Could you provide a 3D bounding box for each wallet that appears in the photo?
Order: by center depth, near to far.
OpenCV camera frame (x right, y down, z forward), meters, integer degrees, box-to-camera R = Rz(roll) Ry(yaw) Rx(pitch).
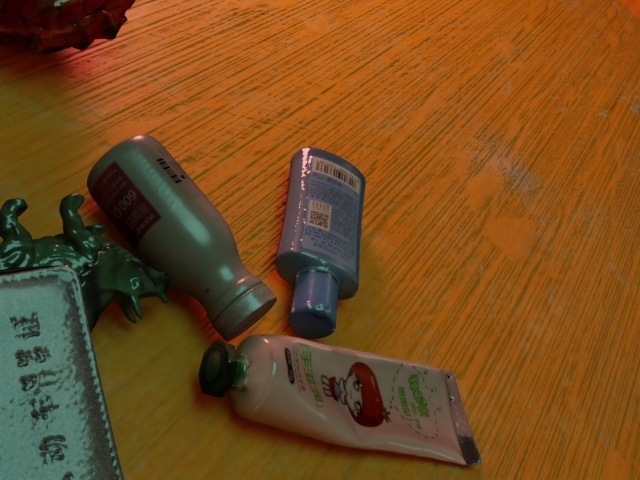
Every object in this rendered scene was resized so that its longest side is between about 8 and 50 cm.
[{"bbox_3d":[-0.243,0.129,0.608,0.167,0.036,0.222,-7,72,-35],"label":"wallet"}]

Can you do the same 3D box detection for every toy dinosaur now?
[{"bbox_3d":[-0.267,0.008,0.702,0.292,0.079,0.120,21,65,-24],"label":"toy dinosaur"}]

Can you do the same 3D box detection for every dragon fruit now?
[{"bbox_3d":[-0.302,-0.329,0.875,0.252,0.241,0.241,48,37,-18],"label":"dragon fruit"}]

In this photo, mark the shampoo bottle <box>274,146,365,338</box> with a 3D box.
[{"bbox_3d":[0.000,0.000,0.939,0.103,0.061,0.258,26,42,-18],"label":"shampoo bottle"}]

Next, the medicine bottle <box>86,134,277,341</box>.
[{"bbox_3d":[-0.137,-0.001,0.811,0.217,0.090,0.090,49,41,10],"label":"medicine bottle"}]

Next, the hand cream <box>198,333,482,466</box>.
[{"bbox_3d":[0.033,0.159,0.829,0.336,0.076,0.121,18,46,-34],"label":"hand cream"}]
